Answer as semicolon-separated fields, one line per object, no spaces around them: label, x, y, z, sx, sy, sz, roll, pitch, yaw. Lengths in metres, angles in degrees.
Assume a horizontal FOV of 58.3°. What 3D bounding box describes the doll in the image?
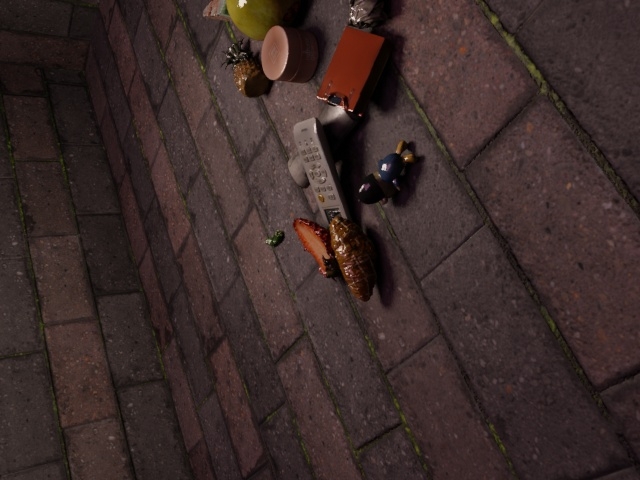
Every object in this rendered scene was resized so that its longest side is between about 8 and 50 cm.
doll;0.156;-0.149;1.361;0.179;0.089;0.102;-41;58;21

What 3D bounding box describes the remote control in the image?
remote control;0.016;-0.171;1.525;0.109;0.055;0.313;-1;112;55

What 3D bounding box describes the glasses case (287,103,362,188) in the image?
glasses case;0.004;-0.274;1.571;0.299;0.060;0.114;-48;61;46

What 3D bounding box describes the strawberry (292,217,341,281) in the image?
strawberry;0.006;-0.001;1.556;0.208;0.087;0.167;58;165;24

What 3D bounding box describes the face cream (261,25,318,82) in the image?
face cream;-0.088;-0.529;1.637;0.149;0.104;0.149;8;100;54

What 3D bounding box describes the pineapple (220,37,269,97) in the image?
pineapple;-0.253;-0.563;1.863;0.251;0.125;0.125;61;138;37

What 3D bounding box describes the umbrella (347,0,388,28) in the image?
umbrella;0.099;-0.687;1.358;0.113;0.106;0.358;8;99;58

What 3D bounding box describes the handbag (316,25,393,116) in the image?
handbag;0.081;-0.410;1.397;0.127;0.063;0.190;30;101;33

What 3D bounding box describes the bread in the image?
bread;0.093;0.039;1.442;0.076;0.105;0.233;-32;74;57

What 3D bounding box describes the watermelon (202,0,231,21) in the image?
watermelon;-0.337;-0.822;1.988;0.241;0.094;0.154;6;91;57

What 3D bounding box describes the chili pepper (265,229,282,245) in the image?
chili pepper;-0.146;-0.006;1.843;0.091;0.034;0.030;-35;32;51

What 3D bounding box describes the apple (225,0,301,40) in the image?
apple;-0.167;-0.715;1.653;0.261;0.194;0.261;-8;80;53
